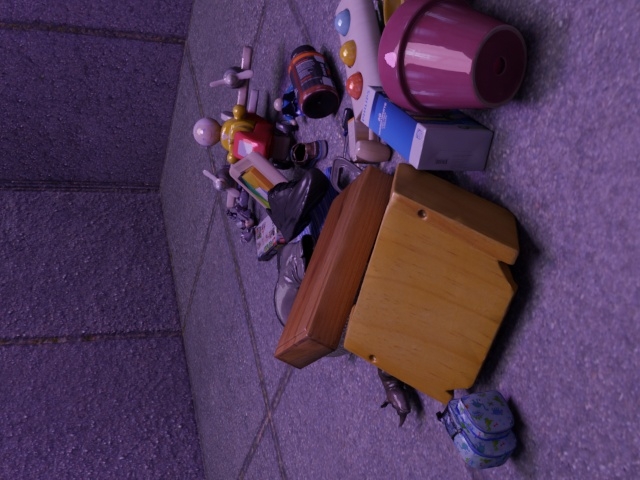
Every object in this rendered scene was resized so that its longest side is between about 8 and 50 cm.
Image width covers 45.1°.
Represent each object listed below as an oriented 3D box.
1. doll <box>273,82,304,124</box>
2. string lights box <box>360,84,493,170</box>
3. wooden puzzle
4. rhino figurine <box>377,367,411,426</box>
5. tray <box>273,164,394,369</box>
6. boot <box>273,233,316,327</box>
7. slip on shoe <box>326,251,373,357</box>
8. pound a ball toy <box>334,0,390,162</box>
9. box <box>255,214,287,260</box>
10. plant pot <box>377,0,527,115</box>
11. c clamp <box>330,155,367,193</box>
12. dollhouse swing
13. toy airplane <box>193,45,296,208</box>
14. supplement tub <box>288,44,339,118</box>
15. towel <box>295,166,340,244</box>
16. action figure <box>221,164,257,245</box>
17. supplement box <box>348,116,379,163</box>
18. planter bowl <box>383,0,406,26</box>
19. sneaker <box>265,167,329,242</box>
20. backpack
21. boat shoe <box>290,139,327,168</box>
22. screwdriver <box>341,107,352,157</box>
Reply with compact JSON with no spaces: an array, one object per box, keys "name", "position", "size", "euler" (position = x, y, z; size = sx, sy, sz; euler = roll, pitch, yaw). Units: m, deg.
[{"name":"doll","position":[-0.068,-0.384,2.128],"size":[0.189,0.046,0.129],"euler":[4,94,56]},{"name":"string lights box","position":[0.185,-0.207,1.405],"size":[0.260,0.133,0.077],"euler":[-127,41,-56]},{"name":"wooden puzzle","position":[-0.147,-0.139,2.127],"size":[0.044,0.221,0.238],"euler":[-50,12,-19]},{"name":"rhino figurine","position":[0.154,0.256,1.576],"size":[0.106,0.073,0.243],"euler":[157,110,-63]},{"name":"tray","position":[0.029,0.055,1.638],"size":[0.203,0.076,0.411],"euler":[-42,24,60]},{"name":"boot","position":[-0.061,0.113,2.037],"size":[0.161,0.083,0.247],"euler":[162,106,-65]},{"name":"slip on shoe","position":[0.061,0.153,1.772],"size":[0.101,0.123,0.331],"euler":[-93,20,-49]},{"name":"pound a ball toy","position":[0.094,-0.350,1.636],"size":[0.208,0.135,0.319],"euler":[131,135,-59]},{"name":"box","position":[-0.156,-0.014,2.414],"size":[0.207,0.036,0.114],"euler":[143,124,-64]},{"name":"plant pot","position":[0.224,-0.294,1.252],"size":[0.180,0.201,0.202],"euler":[27,117,49]},{"name":"c clamp","position":[0.079,-0.131,1.752],"size":[0.022,0.137,0.161],"euler":[-53,-8,-25]},{"name":"dollhouse swing","position":[0.222,0.038,1.418],"size":[0.315,0.305,0.347],"euler":[27,125,19]},{"name":"toy airplane","position":[-0.256,-0.338,2.344],"size":[0.384,0.272,0.386],"euler":[133,132,-61]},{"name":"supplement tub","position":[-0.022,-0.413,1.974],"size":[0.106,0.106,0.198],"euler":[115,147,-47]},{"name":"towel","position":[0.000,0.000,2.013],"size":[0.336,0.040,0.243],"euler":[116,148,-48]},{"name":"action figure","position":[-0.270,-0.122,2.628],"size":[0.185,0.099,0.285],"euler":[-11,83,63]},{"name":"supplement box","position":[0.098,-0.223,1.727],"size":[0.036,0.062,0.099],"euler":[158,111,-67]},{"name":"planter bowl","position":[0.202,-0.456,1.419],"size":[0.217,0.090,0.217],"euler":[180,90,-68]},{"name":"sneaker","position":[-0.073,-0.104,1.954],"size":[0.130,0.109,0.286],"euler":[44,145,7]},{"name":"backpack","position":[0.263,0.305,1.252],"size":[0.084,0.105,0.114],"euler":[111,145,-44]},{"name":"boat shoe","position":[-0.044,-0.237,2.084],"size":[0.183,0.066,0.066],"euler":[155,113,-67]},{"name":"screwdriver","position":[0.057,-0.244,1.889],"size":[0.025,0.024,0.170],"euler":[30,125,32]}]
